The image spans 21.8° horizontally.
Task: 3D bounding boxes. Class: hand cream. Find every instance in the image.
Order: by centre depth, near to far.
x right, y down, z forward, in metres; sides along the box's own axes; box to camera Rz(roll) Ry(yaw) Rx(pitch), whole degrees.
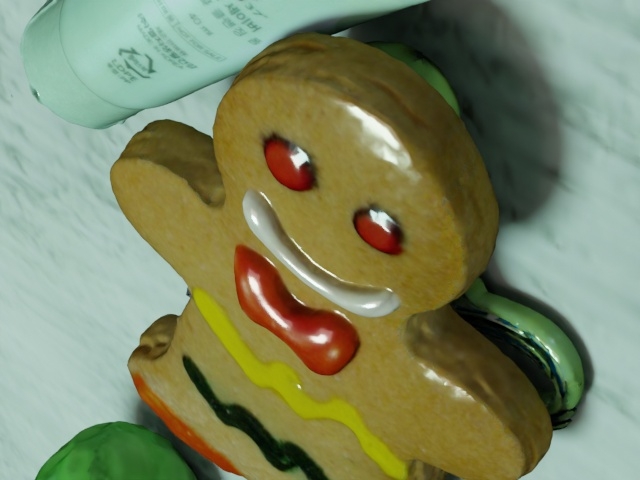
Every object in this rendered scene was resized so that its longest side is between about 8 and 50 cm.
[{"bbox_3d":[-0.025,-0.077,0.480,0.078,0.050,0.205,46,149,-18],"label":"hand cream"}]

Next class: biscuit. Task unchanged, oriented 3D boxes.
[{"bbox_3d":[-0.005,0.030,0.524,0.165,0.036,0.250,37,149,14],"label":"biscuit"}]

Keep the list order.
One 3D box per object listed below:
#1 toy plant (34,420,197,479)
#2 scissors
[{"bbox_3d":[-0.090,0.300,0.732,0.317,0.210,0.356,107,144,-53],"label":"toy plant"},{"bbox_3d":[0.000,0.000,0.540,0.187,0.020,0.134,1,123,53],"label":"scissors"}]
